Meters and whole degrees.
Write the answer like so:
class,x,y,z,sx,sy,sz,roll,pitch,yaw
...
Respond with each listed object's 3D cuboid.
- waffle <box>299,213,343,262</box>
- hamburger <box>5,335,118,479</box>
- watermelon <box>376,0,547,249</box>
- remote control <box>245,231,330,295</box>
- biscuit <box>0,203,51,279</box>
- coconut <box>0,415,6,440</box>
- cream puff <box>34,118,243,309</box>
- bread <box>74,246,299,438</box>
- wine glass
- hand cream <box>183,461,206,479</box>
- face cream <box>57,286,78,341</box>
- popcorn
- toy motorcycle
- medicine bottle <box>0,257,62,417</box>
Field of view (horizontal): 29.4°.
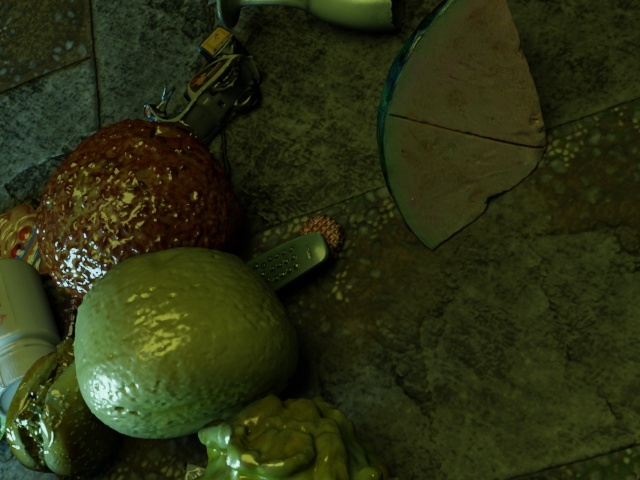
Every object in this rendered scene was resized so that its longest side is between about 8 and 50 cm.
class,x,y,z,sx,sy,sz,roll,pitch,yaw
waffle,0.000,0.000,1.918,0.075,0.029,0.083,0,72,30
hamburger,-0.379,0.275,1.887,0.122,0.215,0.189,10,43,25
watermelon,0.187,-0.211,1.863,0.292,0.319,0.222,-31,23,3
remote control,-0.077,0.056,1.907,0.222,0.042,0.072,-29,62,23
biscuit,-0.539,0.007,2.179,0.280,0.043,0.183,10,69,26
coconut,-0.577,0.308,2.044,0.158,0.055,0.133,22,79,34
cream puff,-0.293,-0.030,1.925,0.350,0.228,0.350,0,88,7
bread,-0.193,0.162,1.765,0.320,0.320,0.237,-29,50,12
wine glass,0.006,-0.470,2.094,0.309,0.096,0.264,4,57,19
hand cream,-0.216,0.457,1.804,0.084,0.050,0.257,15,69,29
face cream,-0.400,0.041,2.066,0.078,0.078,0.273,-5,65,24
popcorn,-0.043,0.346,1.647,0.312,0.312,0.312,-11,63,22
toy motorcycle,-0.212,-0.234,2.099,0.263,0.091,0.157,-48,48,-3
medicine bottle,-0.503,0.161,2.016,0.144,0.144,0.252,-36,53,7
